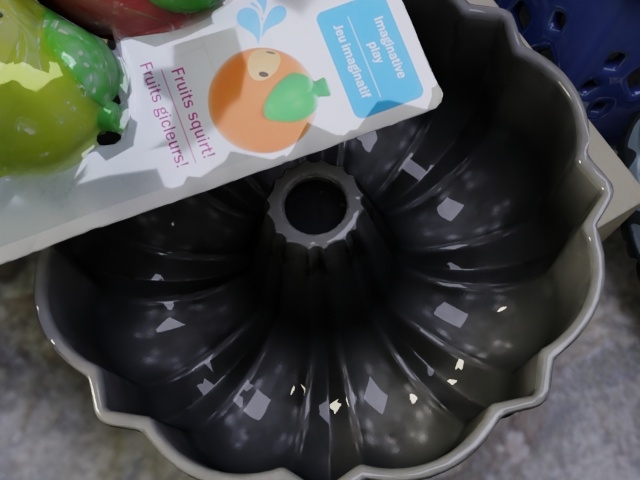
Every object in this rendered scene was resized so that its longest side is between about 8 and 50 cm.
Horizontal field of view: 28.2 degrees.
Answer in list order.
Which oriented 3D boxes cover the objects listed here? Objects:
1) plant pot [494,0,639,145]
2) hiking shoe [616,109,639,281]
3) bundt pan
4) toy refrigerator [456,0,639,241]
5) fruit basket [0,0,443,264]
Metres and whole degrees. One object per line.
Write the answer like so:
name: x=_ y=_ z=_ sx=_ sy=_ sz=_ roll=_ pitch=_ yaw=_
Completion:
plant pot: x=0.246 y=-0.225 z=0.960 sx=0.236 sy=0.212 sz=0.236 roll=-7 pitch=65 yaw=-24
hiking shoe: x=0.298 y=0.032 z=0.869 sx=0.113 sy=0.132 sz=0.304 roll=12 pitch=60 yaw=-49
bundt pan: x=0.000 y=0.000 z=0.764 sx=0.331 sy=0.124 sz=0.331 roll=-1 pitch=69 yaw=3
toy refrigerator: x=0.102 y=-0.098 z=0.905 sx=0.094 sy=0.102 sz=0.269 roll=-28 pitch=74 yaw=-30
fruit basket: x=-0.156 y=-0.158 z=0.664 sx=0.353 sy=0.165 sz=0.327 roll=-21 pitch=78 yaw=-1
